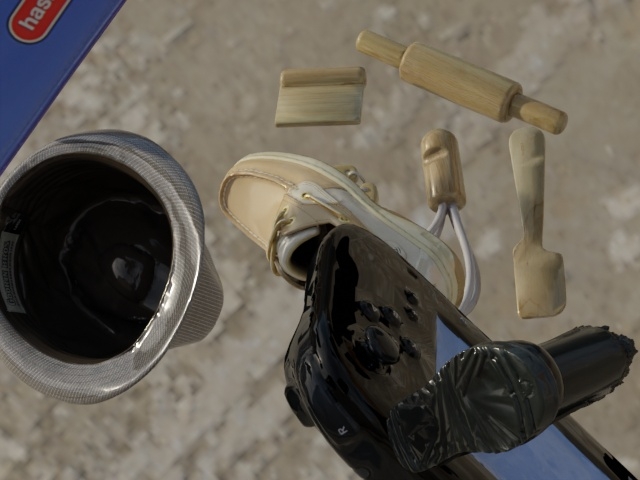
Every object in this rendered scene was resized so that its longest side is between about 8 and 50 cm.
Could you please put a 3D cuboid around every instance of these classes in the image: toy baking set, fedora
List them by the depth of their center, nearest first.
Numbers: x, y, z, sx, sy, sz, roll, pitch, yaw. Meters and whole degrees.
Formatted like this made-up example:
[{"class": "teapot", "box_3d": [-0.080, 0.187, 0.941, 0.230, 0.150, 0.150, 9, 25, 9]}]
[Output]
[{"class": "toy baking set", "box_3d": [0.068, -0.039, 1.293, 0.256, 0.030, 0.197, 21, 65, 22]}, {"class": "fedora", "box_3d": [-0.181, 0.029, 1.766, 0.275, 0.124, 0.244, 20, 90, 35]}]

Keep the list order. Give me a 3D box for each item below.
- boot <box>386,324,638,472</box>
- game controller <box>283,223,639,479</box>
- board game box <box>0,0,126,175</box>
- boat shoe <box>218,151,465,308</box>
[{"class": "boot", "box_3d": [0.093, 0.061, 0.834, 0.121, 0.099, 0.045, -36, 74, 57]}, {"class": "game controller", "box_3d": [0.106, 0.124, 0.967, 0.067, 0.319, 0.166, -36, 20, 29]}, {"class": "board game box", "box_3d": [-0.210, -0.018, 0.392, 0.347, 0.233, 0.078, -50, 30, 23]}, {"class": "boat shoe", "box_3d": [0.000, 0.000, 1.101, 0.170, 0.063, 0.059, 26, 35, 33]}]
